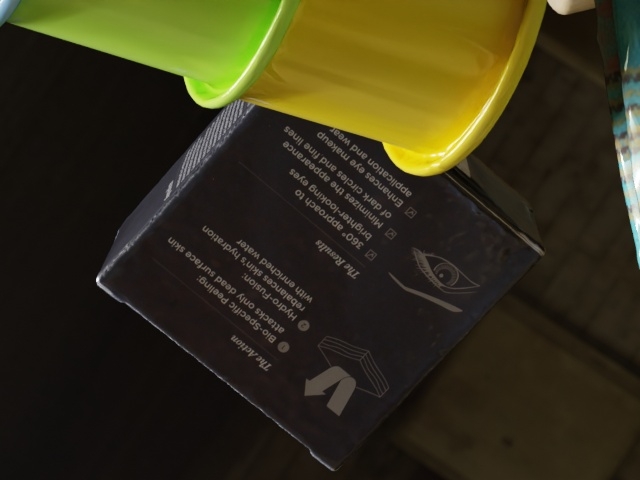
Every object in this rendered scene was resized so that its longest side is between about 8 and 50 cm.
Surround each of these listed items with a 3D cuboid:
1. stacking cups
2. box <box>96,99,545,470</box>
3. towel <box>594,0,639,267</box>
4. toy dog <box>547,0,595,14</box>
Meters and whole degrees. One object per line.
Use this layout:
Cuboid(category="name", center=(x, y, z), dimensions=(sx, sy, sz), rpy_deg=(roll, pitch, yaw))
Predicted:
Cuboid(category="stacking cups", center=(-0.102, -0.093, 0.481), dimensions=(0.096, 0.316, 0.096), rpy_deg=(-168, 90, -69))
Cuboid(category="box", center=(0.000, 0.000, 0.986), dimensions=(0.158, 0.156, 0.093), rpy_deg=(-47, 12, 14))
Cuboid(category="towel", center=(0.162, -0.007, 0.406), dimensions=(0.040, 0.370, 0.271), rpy_deg=(-7, -5, -34))
Cuboid(category="toy dog", center=(0.220, -0.263, 1.257), dimensions=(0.220, 0.161, 0.333), rpy_deg=(-31, -49, 3))
